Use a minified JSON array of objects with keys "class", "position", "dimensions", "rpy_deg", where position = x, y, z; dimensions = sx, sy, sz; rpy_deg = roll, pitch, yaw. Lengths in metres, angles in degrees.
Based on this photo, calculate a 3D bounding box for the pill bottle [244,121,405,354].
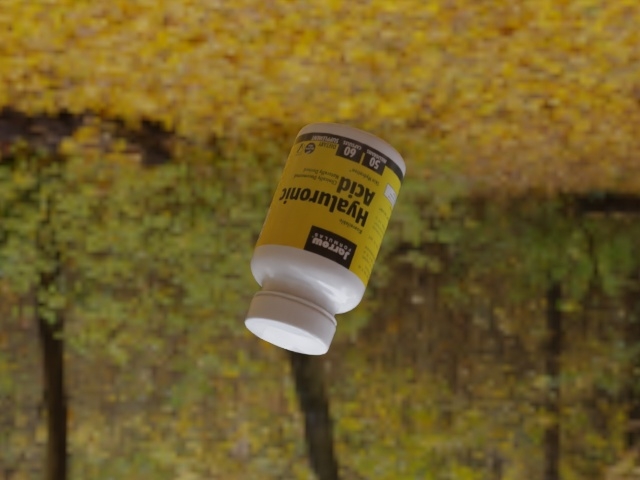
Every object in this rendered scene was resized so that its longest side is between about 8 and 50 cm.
[{"class":"pill bottle","position":[0.000,0.000,0.899],"dimensions":[0.065,0.116,0.065],"rpy_deg":[17,161,6]}]
